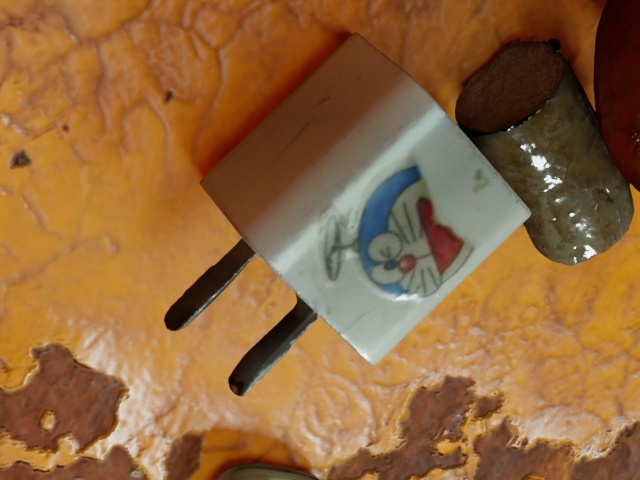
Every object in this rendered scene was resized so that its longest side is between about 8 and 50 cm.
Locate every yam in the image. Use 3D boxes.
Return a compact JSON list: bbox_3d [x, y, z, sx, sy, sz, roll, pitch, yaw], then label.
[{"bbox_3d":[0.143,-0.055,1.055,0.084,0.084,0.127,-37,127,-2],"label":"yam"}]

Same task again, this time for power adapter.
[{"bbox_3d":[0.000,0.000,0.991,0.205,0.125,0.130,-45,123,2],"label":"power adapter"}]

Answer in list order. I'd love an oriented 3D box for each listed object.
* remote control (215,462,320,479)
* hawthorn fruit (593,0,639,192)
[{"bbox_3d":[-0.080,0.292,1.150,0.090,0.038,0.310,12,109,-28],"label":"remote control"},{"bbox_3d":[0.241,-0.078,0.997,0.181,0.181,0.235,25,71,-30],"label":"hawthorn fruit"}]
